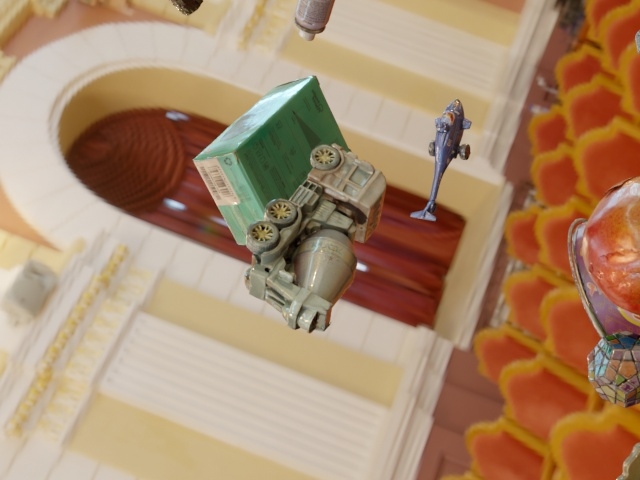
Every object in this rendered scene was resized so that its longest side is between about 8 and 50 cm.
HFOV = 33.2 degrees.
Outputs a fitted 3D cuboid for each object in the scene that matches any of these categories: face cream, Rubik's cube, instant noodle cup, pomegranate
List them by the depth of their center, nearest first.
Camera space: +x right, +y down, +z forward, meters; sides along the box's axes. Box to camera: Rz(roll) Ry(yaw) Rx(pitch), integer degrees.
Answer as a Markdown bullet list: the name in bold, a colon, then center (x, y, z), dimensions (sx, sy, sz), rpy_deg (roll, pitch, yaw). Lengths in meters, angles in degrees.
- **Rubik's cube**: center (0.440, 0.185, 1.547), dimensions (0.093, 0.111, 0.111), rpy_deg (-19, 33, 38)
- **pomegranate**: center (0.497, 0.004, 1.562), dimensions (0.235, 0.210, 0.210), rpy_deg (-21, 36, 46)
- **instant noodle cup**: center (0.671, 0.060, 2.041), dimensions (0.266, 0.340, 0.340), rpy_deg (-27, 21, 32)
- **face cream**: center (-0.002, -0.509, 2.181), dimensions (0.075, 0.075, 0.229), rpy_deg (-65, -3, -48)

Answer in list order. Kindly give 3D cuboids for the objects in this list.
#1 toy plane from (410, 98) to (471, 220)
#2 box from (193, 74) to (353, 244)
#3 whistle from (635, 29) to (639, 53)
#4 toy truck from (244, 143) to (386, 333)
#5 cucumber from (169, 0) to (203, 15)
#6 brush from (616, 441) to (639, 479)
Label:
- **toy plane**: center (0.154, -0.104, 1.368), dimensions (0.062, 0.054, 0.167), rpy_deg (32, -110, -61)
- **box**: center (-0.085, -0.157, 2.087), dimensions (0.311, 0.118, 0.205), rpy_deg (-49, -56, -42)
- **whistle**: center (0.764, -0.383, 2.063), dimensions (0.062, 0.304, 0.062), rpy_deg (1, -90, -81)
- **toy truck**: center (0.000, 0.000, 1.386), dimensions (0.257, 0.140, 0.108), rpy_deg (-53, -18, -35)
- **cucumber**: center (-0.304, -0.516, 1.867), dimensions (0.293, 0.067, 0.068), rpy_deg (49, -129, -38)
- **brush**: center (0.527, 0.301, 1.621), dimensions (0.071, 0.084, 0.301), rpy_deg (39, 111, 48)
